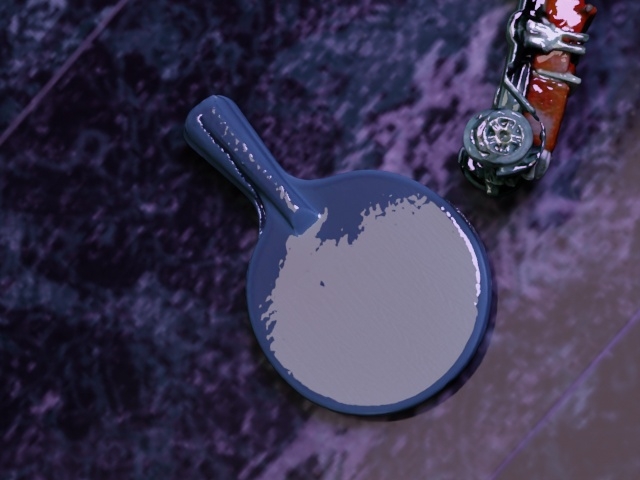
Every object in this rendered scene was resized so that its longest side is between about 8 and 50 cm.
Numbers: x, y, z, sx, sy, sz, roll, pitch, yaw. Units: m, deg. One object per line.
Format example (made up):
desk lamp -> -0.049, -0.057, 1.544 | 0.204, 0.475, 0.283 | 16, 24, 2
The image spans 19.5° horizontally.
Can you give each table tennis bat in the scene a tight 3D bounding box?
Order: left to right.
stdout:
table tennis bat -> 0.000, 0.000, 0.954 | 0.124, 0.033, 0.201 | -43, 72, 1

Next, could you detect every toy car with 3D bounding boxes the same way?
toy car -> 0.106, -0.093, 0.923 | 0.054, 0.073, 0.143 | 12, 80, 1
